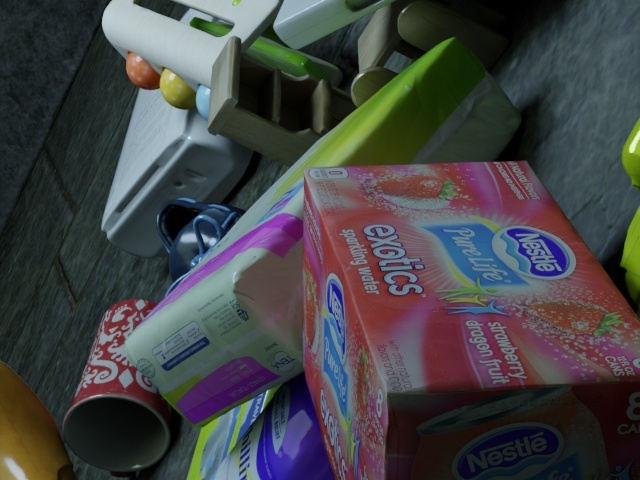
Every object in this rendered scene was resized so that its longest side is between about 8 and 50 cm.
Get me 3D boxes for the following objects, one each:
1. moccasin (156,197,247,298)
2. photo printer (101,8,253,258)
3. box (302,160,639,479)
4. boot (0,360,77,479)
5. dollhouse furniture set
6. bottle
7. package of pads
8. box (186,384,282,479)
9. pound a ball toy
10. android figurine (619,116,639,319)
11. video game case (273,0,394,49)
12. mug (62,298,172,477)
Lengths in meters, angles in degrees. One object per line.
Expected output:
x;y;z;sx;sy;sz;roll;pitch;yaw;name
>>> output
-0.099;0.035;1.605;0.137;0.117;0.342;-66;18;0;moccasin
-0.153;-0.161;2.013;0.256;0.107;0.307;-44;27;45;photo printer
0.082;0.071;0.940;0.300;0.154;0.142;-108;17;-65;box
-0.278;0.257;1.648;0.104;0.295;0.211;-28;16;-15;boot
0.028;-0.179;1.447;0.242;0.161;0.212;-54;21;31;dollhouse furniture set
-0.006;0.160;1.228;0.283;0.092;0.118;-53;22;34;bottle
0.000;0.000;1.261;0.296;0.101;0.229;-47;7;-32;package of pads
-0.067;0.192;1.443;0.178;0.042;0.109;-35;36;59;box
-0.153;-0.227;1.755;0.135;0.208;0.319;-50;38;-9;pound a ball toy
0.240;-0.048;0.870;0.273;0.056;0.248;-63;18;4;android figurine
0.116;-0.328;1.382;0.300;0.036;0.329;-21;36;40;video game case
-0.217;0.162;1.795;0.150;0.113;0.169;-51;20;34;mug
